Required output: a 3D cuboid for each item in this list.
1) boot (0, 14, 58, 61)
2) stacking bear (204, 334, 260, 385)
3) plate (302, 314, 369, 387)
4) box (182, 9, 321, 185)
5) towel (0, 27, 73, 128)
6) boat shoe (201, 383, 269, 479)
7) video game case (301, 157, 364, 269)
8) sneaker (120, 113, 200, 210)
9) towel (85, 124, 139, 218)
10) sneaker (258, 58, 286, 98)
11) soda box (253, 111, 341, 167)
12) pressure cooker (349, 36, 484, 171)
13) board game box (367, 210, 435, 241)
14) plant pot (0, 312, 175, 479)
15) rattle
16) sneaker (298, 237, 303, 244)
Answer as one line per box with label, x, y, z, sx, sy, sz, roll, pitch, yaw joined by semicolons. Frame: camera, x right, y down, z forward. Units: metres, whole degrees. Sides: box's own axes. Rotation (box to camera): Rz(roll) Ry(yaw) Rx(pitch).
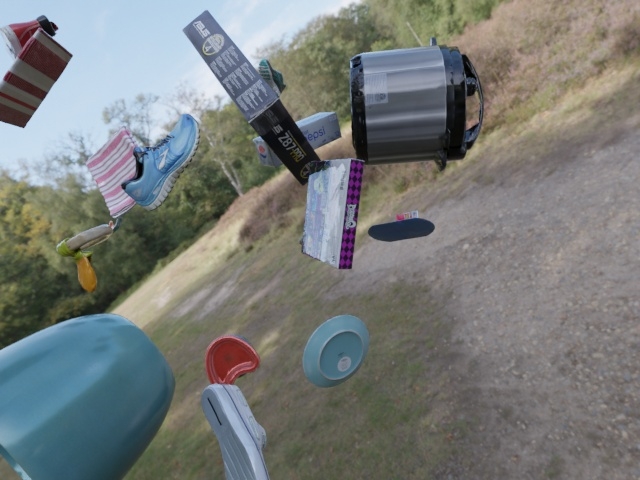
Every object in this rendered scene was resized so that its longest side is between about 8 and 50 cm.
boot;-1.007;-0.692;1.523;0.176;0.088;0.244;-41;11;-29
stacking bear;-0.303;0.420;1.546;0.175;0.164;0.289;-36;-10;-8
plate;0.045;0.268;1.023;0.188;0.188;0.024;-42;31;-15
box;-0.168;-0.360;1.123;0.097;0.395;0.318;-38;-28;5
towel;-0.982;-0.536;1.447;0.329;0.037;0.237;-56;10;-1
boat shoe;-0.127;0.341;0.740;0.076;0.226;0.083;7;-49;-47
video game case;0.021;-0.066;0.980;0.042;0.232;0.210;4;6;-25
sneaker;-0.243;-0.129;0.655;0.063;0.073;0.162;13;72;54
towel;-0.480;-0.166;1.030;0.144;0.197;0.029;-39;-19;11
sneaker;-0.183;-0.635;1.662;0.065;0.166;0.076;25;68;29
soda box;-0.072;-0.336;1.418;0.286;0.091;0.098;-30;29;-27
pressure cooker;0.311;-0.430;1.401;0.420;0.369;0.375;-4;35;8
board game box;0.207;-0.039;1.107;0.169;0.133;0.033;-10;68;25
plant pot;-0.387;0.261;0.702;0.293;0.293;0.235;-25;12;46
rattle;-0.546;0.025;1.093;0.130;0.143;0.199;-45;4;7
sneaker;0.000;0.000;1.993;0.064;0.192;0.086;-35;-39;-77
